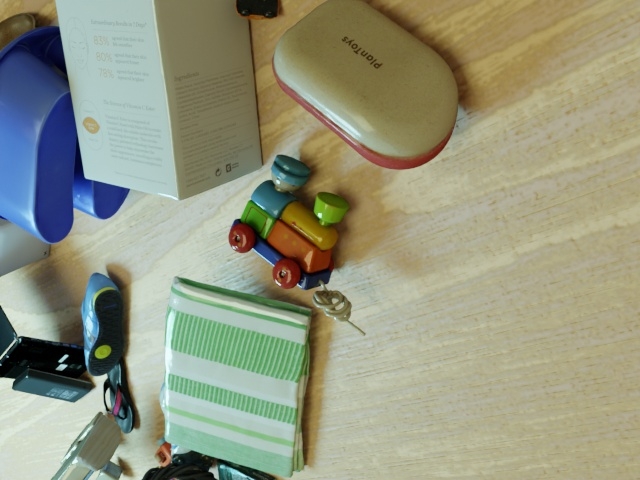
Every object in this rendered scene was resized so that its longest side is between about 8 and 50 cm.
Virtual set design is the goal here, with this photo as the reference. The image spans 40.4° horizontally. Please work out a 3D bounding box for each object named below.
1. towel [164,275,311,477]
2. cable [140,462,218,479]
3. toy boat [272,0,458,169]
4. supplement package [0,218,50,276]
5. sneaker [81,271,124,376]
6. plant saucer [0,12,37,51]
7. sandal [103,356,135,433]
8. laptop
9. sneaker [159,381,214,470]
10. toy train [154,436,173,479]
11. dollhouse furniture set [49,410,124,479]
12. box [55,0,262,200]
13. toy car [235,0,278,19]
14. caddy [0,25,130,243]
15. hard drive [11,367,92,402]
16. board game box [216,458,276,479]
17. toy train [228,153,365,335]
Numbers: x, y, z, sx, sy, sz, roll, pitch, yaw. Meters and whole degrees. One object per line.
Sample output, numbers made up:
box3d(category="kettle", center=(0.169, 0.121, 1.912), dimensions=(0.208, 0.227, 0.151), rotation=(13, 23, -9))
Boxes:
box3d(category="towel", center=(-0.134, 0.222, 1.385), dimensions=(0.248, 0.038, 0.325), rotation=(13, 120, 14))
box3d(category="cable", center=(-0.260, 0.460, 1.563), dimensions=(0.047, 0.184, 0.150), rotation=(38, 133, 56))
box3d(category="toy boat", center=(0.055, -0.170, 1.044), dimensions=(0.231, 0.151, 0.151), rotation=(42, 161, 21))
box3d(category="supplement package", center=(-0.653, -0.060, 1.699), dimensions=(0.244, 0.139, 0.134), rotation=(36, 130, 21))
box3d(category="sneaker", center=(-0.414, 0.157, 1.639), dimensions=(0.082, 0.069, 0.209), rotation=(41, 131, 45))
box3d(category="plant saucer", center=(-0.585, -0.259, 1.487), dimensions=(0.310, 0.310, 0.050), rotation=(1, 147, 41))
box3d(category="sandal", center=(-0.406, 0.301, 1.709), dimensions=(0.067, 0.040, 0.179), rotation=(10, 115, 37))
box3d(category="laptop", center=(-0.588, 0.180, 1.735), dimensions=(0.234, 0.264, 0.136), rotation=(-37, 46, 49))
box3d(category="sneaker", center=(-0.233, 0.329, 1.555), dimensions=(0.085, 0.086, 0.237), rotation=(-1, 126, 3))
box3d(category="toy train", center=(-0.283, 0.468, 1.671), dimensions=(0.166, 0.046, 0.125), rotation=(54, 135, 9))
box3d(category="dollhouse furniture set", center=(-0.357, 0.496, 1.688), dimensions=(0.303, 0.286, 0.198), rotation=(37, 110, -9))
box3d(category="box", center=(-0.227, -0.256, 1.213), dimensions=(0.215, 0.168, 0.345), rotation=(14, 118, 37))
box3d(category="toy car", center=(-0.075, -0.272, 1.152), dimensions=(0.040, 0.060, 0.122), rotation=(169, 84, -76))
box3d(category="caddy", center=(-0.426, -0.166, 1.383), dimensions=(0.179, 0.241, 0.341), rotation=(30, 126, 21))
box3d(category="hard drive", center=(-0.551, 0.299, 1.782), dimensions=(0.094, 0.135, 0.022), rotation=(-34, 46, 45))
box3d(category="board game box", center=(-0.125, 0.486, 1.553), dimensions=(0.126, 0.026, 0.186), rotation=(14, 117, 37))
box3d(category="toy train", center=(0.000, 0.000, 1.184), dimensions=(0.248, 0.105, 0.143), rotation=(37, 116, 24))
